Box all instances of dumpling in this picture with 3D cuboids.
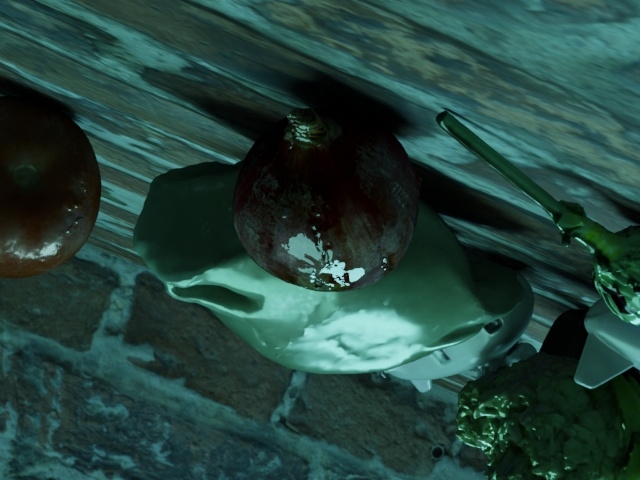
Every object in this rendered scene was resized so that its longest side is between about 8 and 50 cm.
[{"bbox_3d":[-0.006,0.021,1.773,0.321,0.211,0.270,38,167,-33],"label":"dumpling"}]

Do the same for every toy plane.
[{"bbox_3d":[0.371,0.115,1.767,0.267,0.122,0.267,18,173,2],"label":"toy plane"},{"bbox_3d":[0.142,0.090,2.072,0.252,0.118,0.252,23,139,22],"label":"toy plane"}]

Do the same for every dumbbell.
[{"bbox_3d":[0.356,0.166,2.089,0.225,0.140,0.124,15,157,31],"label":"dumbbell"}]

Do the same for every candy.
[{"bbox_3d":[0.201,-0.020,1.497,0.305,0.083,0.091,35,167,-32],"label":"candy"}]

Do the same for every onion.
[{"bbox_3d":[0.001,-0.046,1.525,0.159,0.159,0.195,18,156,18],"label":"onion"}]

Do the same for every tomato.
[{"bbox_3d":[-0.350,-0.059,2.112,0.208,0.208,0.184,23,164,-18],"label":"tomato"}]

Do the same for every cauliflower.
[{"bbox_3d":[0.239,0.252,1.927,0.239,0.315,0.256,20,-168,1],"label":"cauliflower"}]
